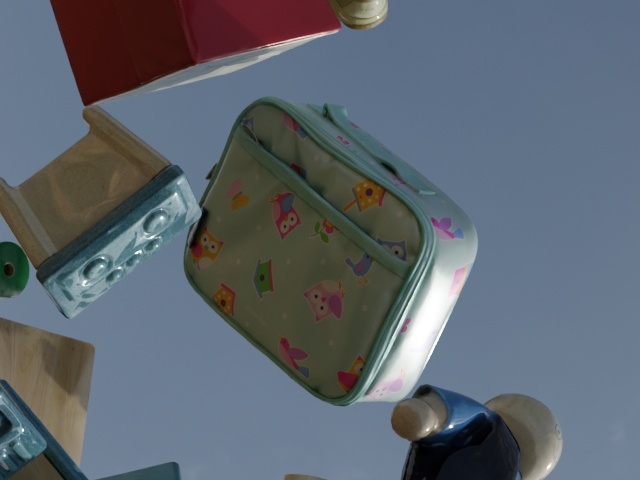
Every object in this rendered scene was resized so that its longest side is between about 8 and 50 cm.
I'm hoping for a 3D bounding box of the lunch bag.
[{"bbox_3d":[0.000,0.000,1.236,0.279,0.108,0.224,39,-64,34],"label":"lunch bag"}]

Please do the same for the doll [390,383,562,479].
[{"bbox_3d":[0.046,0.117,0.470,0.046,0.189,0.129,-4,-63,26],"label":"doll"}]

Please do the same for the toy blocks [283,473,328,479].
[{"bbox_3d":[0.085,0.361,1.147,0.309,0.288,0.260,3,-109,17],"label":"toy blocks"}]

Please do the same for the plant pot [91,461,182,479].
[{"bbox_3d":[-0.215,0.408,1.527,0.234,0.165,0.166,-112,-166,-53],"label":"plant pot"}]

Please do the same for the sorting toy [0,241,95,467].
[{"bbox_3d":[-0.253,0.146,1.085,0.046,0.132,0.274,-5,-108,34],"label":"sorting toy"}]

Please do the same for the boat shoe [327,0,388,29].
[{"bbox_3d":[0.003,-0.232,1.045,0.153,0.056,0.048,59,-13,25],"label":"boat shoe"}]

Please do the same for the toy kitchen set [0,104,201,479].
[{"bbox_3d":[-0.114,0.065,0.674,0.122,0.166,0.207,45,-14,24],"label":"toy kitchen set"}]

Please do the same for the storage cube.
[{"bbox_3d":[-0.124,-0.249,1.227,0.183,0.215,0.193,-12,-84,47],"label":"storage cube"}]
